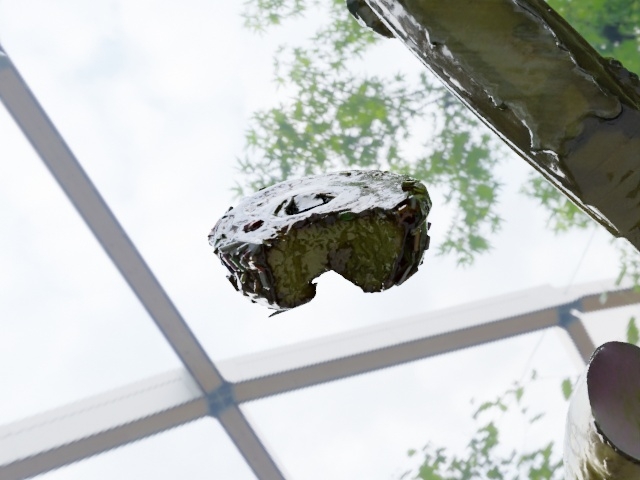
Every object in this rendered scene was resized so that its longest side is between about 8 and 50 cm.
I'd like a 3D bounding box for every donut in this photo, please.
[{"bbox_3d":[0.001,-0.001,0.893,0.230,0.216,0.096,-19,-70,-15],"label":"donut"}]

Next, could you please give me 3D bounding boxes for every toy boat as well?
[{"bbox_3d":[0.168,-0.160,0.795,0.136,0.445,0.162,-45,-35,13],"label":"toy boat"}]

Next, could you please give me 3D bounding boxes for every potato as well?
[{"bbox_3d":[0.417,0.296,1.178,0.229,0.229,0.266,-19,-39,-29],"label":"potato"}]
